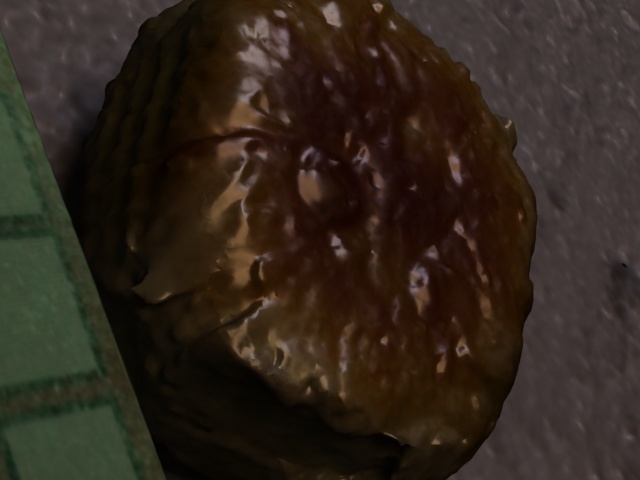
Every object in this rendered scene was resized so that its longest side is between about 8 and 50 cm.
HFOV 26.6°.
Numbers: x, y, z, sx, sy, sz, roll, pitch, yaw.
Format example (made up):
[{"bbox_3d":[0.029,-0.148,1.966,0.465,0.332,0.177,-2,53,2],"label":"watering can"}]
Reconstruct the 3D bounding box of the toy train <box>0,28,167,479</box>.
[{"bbox_3d":[-0.127,0.056,0.322,0.159,0.129,0.326,-6,70,-52],"label":"toy train"}]

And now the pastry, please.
[{"bbox_3d":[0.000,0.000,0.501,0.182,0.093,0.192,28,53,-31],"label":"pastry"}]
